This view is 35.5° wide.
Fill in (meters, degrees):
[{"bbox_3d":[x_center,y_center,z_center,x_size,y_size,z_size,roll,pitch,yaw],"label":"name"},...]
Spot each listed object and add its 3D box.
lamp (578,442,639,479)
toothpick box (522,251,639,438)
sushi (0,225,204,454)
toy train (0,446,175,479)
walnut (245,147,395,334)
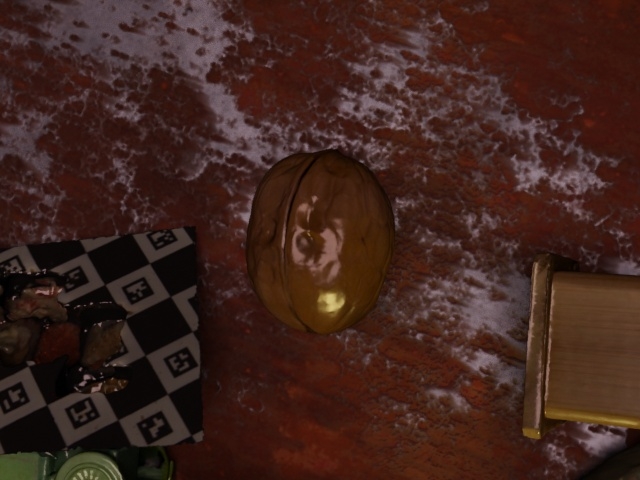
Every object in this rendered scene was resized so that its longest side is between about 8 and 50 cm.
[{"bbox_3d":[0.390,0.254,1.094,0.250,0.101,0.101,-20,87,12],"label":"lamp"},{"bbox_3d":[0.374,0.115,1.011,0.308,0.190,0.188,3,87,23],"label":"toothpick box"},{"bbox_3d":[-0.269,0.123,1.125,0.292,0.059,0.294,-5,49,1],"label":"sushi"},{"bbox_3d":[-0.284,0.322,1.132,0.188,0.159,0.272,5,91,12],"label":"toy train"},{"bbox_3d":[0.000,0.000,1.106,0.167,0.167,0.207,6,87,5],"label":"walnut"}]
